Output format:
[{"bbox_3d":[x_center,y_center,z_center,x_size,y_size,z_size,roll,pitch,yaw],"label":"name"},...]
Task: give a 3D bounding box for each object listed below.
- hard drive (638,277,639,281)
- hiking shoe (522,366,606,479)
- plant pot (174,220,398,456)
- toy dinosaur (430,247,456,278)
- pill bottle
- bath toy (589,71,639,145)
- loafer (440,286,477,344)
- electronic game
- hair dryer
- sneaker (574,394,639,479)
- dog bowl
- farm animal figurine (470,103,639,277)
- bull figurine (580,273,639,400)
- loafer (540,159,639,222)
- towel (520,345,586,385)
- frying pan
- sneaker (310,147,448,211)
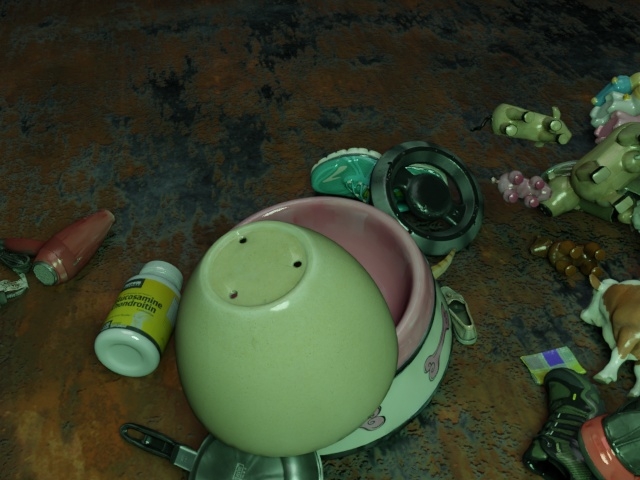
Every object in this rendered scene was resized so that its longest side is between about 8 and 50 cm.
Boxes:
[{"bbox_3d":[0.584,0.048,1.117,0.054,0.255,0.172,-7,35,-33],"label":"hard drive"},{"bbox_3d":[0.323,0.261,0.991,0.114,0.086,0.227,-2,40,-4],"label":"hiking shoe"},{"bbox_3d":[-0.055,0.087,0.894,0.284,0.191,0.284,-6,50,7],"label":"plant pot"},{"bbox_3d":[0.162,0.069,1.239,0.211,0.064,0.112,-21,49,-11],"label":"toy dinosaur"},{"bbox_3d":[-0.281,0.119,1.190,0.103,0.103,0.184,4,40,8],"label":"pill bottle"},{"bbox_3d":[0.654,-0.223,1.546,0.129,0.151,0.348,35,41,-10],"label":"bath toy"},{"bbox_3d":[0.225,0.113,1.215,0.045,0.039,0.125,-11,40,-8],"label":"loafer"},{"bbox_3d":[0.197,-0.079,1.372,0.229,0.048,0.229,6,69,-17],"label":"electronic game"},{"bbox_3d":[-0.516,0.008,1.359,0.293,0.080,0.223,-20,41,-21],"label":"hair dryer"},{"bbox_3d":[0.438,0.236,0.912,0.276,0.135,0.098,8,50,-40],"label":"sneaker"},{"bbox_3d":[-0.011,0.103,1.100,0.407,0.150,0.408,-5,49,6],"label":"dog bowl"},{"bbox_3d":[0.453,-0.120,1.300,0.326,0.330,0.172,-22,15,2],"label":"farm animal figurine"},{"bbox_3d":[0.501,0.139,1.070,0.310,0.101,0.188,-1,58,48],"label":"bull figurine"},{"bbox_3d":[0.535,-0.088,1.400,0.251,0.094,0.087,4,43,8],"label":"loafer"},{"bbox_3d":[0.355,0.191,1.137,0.083,0.009,0.060,-10,39,-8],"label":"towel"},{"bbox_3d":[-0.132,0.270,0.961,0.326,0.053,0.197,37,90,33],"label":"frying pan"},{"bbox_3d":[0.110,-0.108,1.453,0.275,0.107,0.110,6,49,10],"label":"sneaker"}]
